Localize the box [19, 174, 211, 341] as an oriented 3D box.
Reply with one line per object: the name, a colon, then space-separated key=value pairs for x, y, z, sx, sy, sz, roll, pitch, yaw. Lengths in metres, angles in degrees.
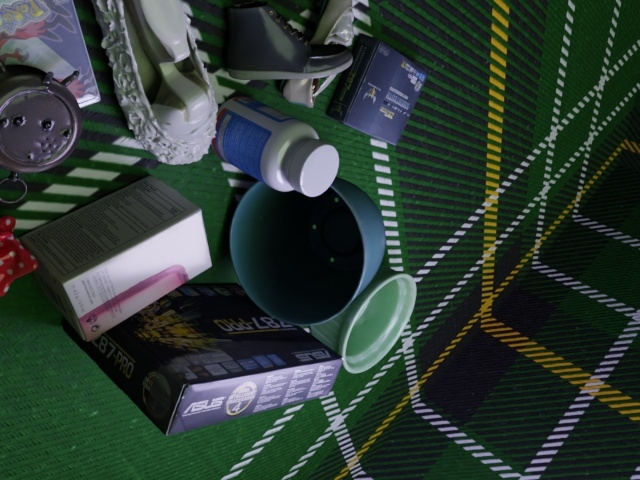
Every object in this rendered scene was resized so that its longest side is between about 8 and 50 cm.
box: x=-0.311 y=0.020 z=0.896 sx=0.232 sy=0.148 sz=0.127 roll=-33 pitch=139 yaw=-32

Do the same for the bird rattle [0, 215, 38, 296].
bird rattle: x=-0.498 y=0.000 z=0.707 sx=0.206 sy=0.143 sz=0.254 roll=-29 pitch=155 yaw=-14

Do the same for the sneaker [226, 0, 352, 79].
sneaker: x=-0.047 y=-0.338 z=0.962 sx=0.221 sy=0.083 sz=0.118 roll=-10 pitch=123 yaw=-18

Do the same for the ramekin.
ramekin: x=0.111 y=0.192 z=1.562 sx=0.303 sy=0.148 sz=0.304 roll=-32 pitch=138 yaw=-34

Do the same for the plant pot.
plant pot: x=0.000 y=0.000 z=1.172 sx=0.235 sy=0.292 sz=0.293 roll=-19 pitch=131 yaw=-62

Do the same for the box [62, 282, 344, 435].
box: x=-0.195 y=0.184 z=1.020 sx=0.394 sy=0.318 sz=0.097 roll=7 pitch=110 yaw=-53

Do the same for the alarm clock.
alarm clock: x=-0.378 y=-0.133 z=0.734 sx=0.129 sy=0.064 sz=0.192 roll=0 pitch=119 yaw=-51

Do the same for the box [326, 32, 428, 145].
box: x=0.131 y=-0.324 z=1.270 sx=0.232 sy=0.059 sz=0.184 roll=9 pitch=110 yaw=-53

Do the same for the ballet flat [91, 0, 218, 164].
ballet flat: x=-0.225 y=-0.251 z=0.812 sx=0.147 sy=0.147 sz=0.409 roll=-41 pitch=143 yaw=-24

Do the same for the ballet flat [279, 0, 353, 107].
ballet flat: x=0.015 y=-0.361 z=1.070 sx=0.086 sy=0.086 sz=0.249 roll=18 pitch=104 yaw=-55

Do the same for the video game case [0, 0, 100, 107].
video game case: x=-0.391 y=-0.228 z=0.715 sx=0.201 sy=0.023 sz=0.184 roll=-33 pitch=139 yaw=-33

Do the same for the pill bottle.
pill bottle: x=-0.079 y=-0.158 z=0.987 sx=0.124 sy=0.221 sz=0.124 roll=-31 pitch=137 yaw=-34
